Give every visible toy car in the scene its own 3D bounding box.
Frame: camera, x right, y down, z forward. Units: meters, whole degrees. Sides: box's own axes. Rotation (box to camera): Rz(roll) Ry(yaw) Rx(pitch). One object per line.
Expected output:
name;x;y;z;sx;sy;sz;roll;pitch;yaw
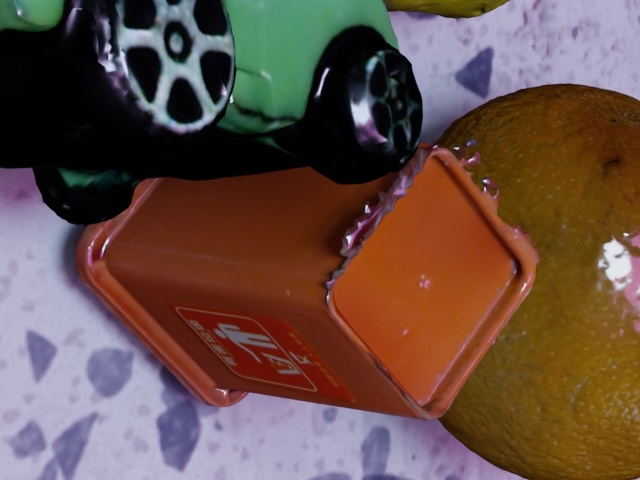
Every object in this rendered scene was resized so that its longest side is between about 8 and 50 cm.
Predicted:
toy car;-0.113;-0.106;0.736;0.358;0.213;0.176;3;82;-54

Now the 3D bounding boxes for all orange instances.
orange;0.165;0.033;1.076;0.264;0.264;0.264;-6;100;-38

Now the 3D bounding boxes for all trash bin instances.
trash bin;0.000;0.000;0.946;0.161;0.238;0.184;50;65;-31

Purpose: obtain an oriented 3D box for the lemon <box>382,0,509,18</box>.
lemon;0.079;-0.234;1.021;0.180;0.180;0.193;34;44;-36
